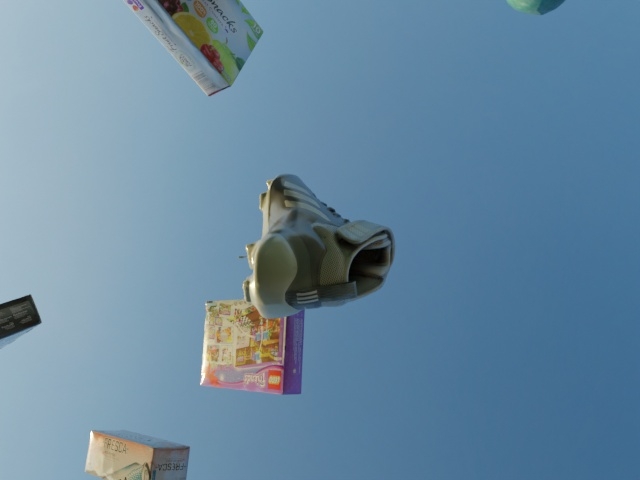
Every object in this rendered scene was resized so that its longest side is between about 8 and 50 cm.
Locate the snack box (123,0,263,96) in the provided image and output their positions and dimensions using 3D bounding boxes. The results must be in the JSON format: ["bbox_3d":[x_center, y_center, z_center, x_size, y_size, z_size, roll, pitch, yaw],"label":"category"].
[{"bbox_3d":[-0.127,-0.229,0.587,0.037,0.141,0.100,-14,-137,36],"label":"snack box"}]

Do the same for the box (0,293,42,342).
[{"bbox_3d":[-0.546,0.157,0.863,0.175,0.220,0.051,-27,-93,41],"label":"box"}]

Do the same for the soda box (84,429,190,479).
[{"bbox_3d":[-0.262,0.309,0.842,0.183,0.058,0.062,-8,-107,44],"label":"soda box"}]

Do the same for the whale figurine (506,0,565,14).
[{"bbox_3d":[0.065,-0.204,0.275,0.141,0.216,0.272,-38,-153,-29],"label":"whale figurine"}]

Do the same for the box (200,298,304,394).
[{"bbox_3d":[-0.157,0.232,1.335,0.293,0.057,0.200,-8,-105,44],"label":"box"}]

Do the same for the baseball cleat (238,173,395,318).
[{"bbox_3d":[0.000,0.000,0.461,0.110,0.072,0.206,-2,-153,2],"label":"baseball cleat"}]
